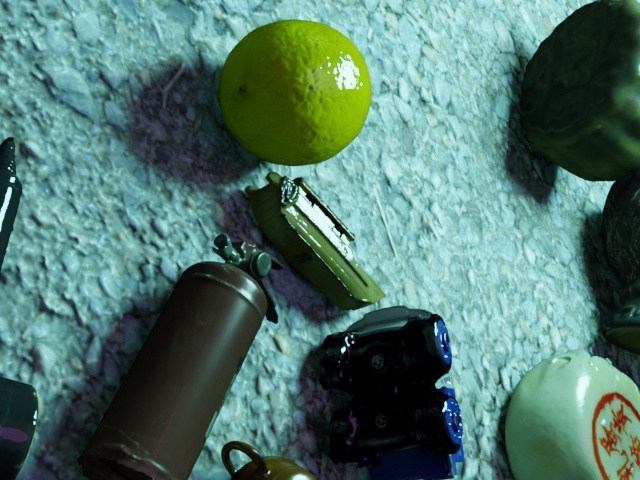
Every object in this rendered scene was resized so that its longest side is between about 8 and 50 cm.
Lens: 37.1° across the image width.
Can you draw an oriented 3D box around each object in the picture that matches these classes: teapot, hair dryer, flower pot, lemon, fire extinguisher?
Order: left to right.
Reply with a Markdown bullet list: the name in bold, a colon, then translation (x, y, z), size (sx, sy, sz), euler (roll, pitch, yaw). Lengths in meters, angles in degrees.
- **hair dryer**: translation (-0.341, 0.040, 0.864), size (0.189, 0.107, 0.352), euler (25, 52, -32)
- **fire extinguisher**: translation (-0.121, 0.125, 1.020), size (0.337, 0.106, 0.147), euler (-64, 143, -35)
- **teapot**: translation (-0.045, 0.281, 1.019), size (0.173, 0.116, 0.116), euler (56, 47, -11)
- **lemon**: translation (-0.026, -0.178, 1.158), size (0.203, 0.178, 0.178), euler (-11, 82, -45)
- **flower pot**: translation (0.587, 0.051, 1.583), size (0.266, 0.266, 0.267), euler (29, 68, -32)

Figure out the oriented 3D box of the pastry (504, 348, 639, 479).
- **pastry**: translation (0.385, 0.291, 1.391), size (0.264, 0.133, 0.265), euler (21, 58, -38)

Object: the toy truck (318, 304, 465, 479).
- **toy truck**: translation (0.109, 0.192, 1.178), size (0.177, 0.161, 0.213), euler (21, 59, -58)

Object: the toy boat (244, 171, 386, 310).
- **toy boat**: translation (0.000, 0.000, 1.190), size (0.226, 0.068, 0.088), euler (46, 44, -20)

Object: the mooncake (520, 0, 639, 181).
- **mooncake**: translation (0.454, -0.243, 1.543), size (0.161, 0.290, 0.290), euler (27, 58, -28)
